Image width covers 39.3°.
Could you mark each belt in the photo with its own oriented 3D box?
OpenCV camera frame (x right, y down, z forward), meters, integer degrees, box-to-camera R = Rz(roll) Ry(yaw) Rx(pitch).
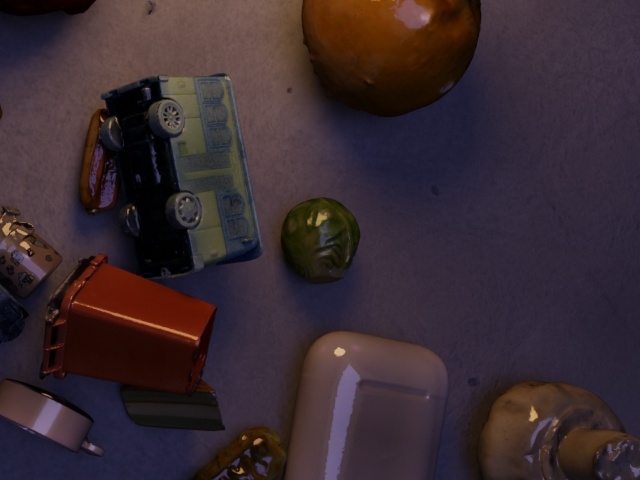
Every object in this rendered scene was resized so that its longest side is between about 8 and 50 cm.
[{"bbox_3d":[-0.521,0.075,1.321,0.082,0.141,0.190,-48,110,-18],"label":"belt"}]

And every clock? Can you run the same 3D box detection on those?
[{"bbox_3d":[-0.422,0.262,1.355,0.229,0.156,0.063,34,69,-19],"label":"clock"}]

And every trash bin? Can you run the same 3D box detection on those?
[{"bbox_3d":[-0.290,0.143,1.352,0.239,0.184,0.161,17,118,4],"label":"trash bin"}]

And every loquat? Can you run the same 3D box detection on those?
[{"bbox_3d":[0.123,-0.379,1.556,0.328,0.328,0.328,1,87,-26],"label":"loquat"}]

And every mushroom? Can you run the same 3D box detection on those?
[{"bbox_3d":[0.473,0.411,1.679,0.314,0.336,0.314,2,85,-17],"label":"mushroom"}]

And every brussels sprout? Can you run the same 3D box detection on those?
[{"bbox_3d":[0.000,-0.001,1.588,0.155,0.117,0.155,7,75,-27],"label":"brussels sprout"}]

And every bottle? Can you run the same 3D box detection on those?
[{"bbox_3d":[-0.480,0.009,1.372,0.152,0.099,0.099,45,71,-13],"label":"bottle"}]

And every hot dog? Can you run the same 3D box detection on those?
[{"bbox_3d":[-0.355,-0.133,1.455,0.072,0.055,0.188,19,76,-44],"label":"hot dog"}]

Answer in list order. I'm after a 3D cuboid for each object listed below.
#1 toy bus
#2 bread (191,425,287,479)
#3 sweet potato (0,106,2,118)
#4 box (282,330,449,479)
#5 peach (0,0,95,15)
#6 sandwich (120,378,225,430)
[{"bbox_3d":[-0.221,-0.104,1.438,0.190,0.152,0.312,-14,94,-52],"label":"toy bus"},{"bbox_3d":[-0.167,0.418,1.501,0.269,0.098,0.087,-40,116,-22],"label":"bread"},{"bbox_3d":[-0.555,-0.307,1.360,0.075,0.075,0.269,-22,104,-25],"label":"sweet potato"},{"bbox_3d":[0.083,0.346,1.600,0.289,0.141,0.349,13,83,-23],"label":"box"},{"bbox_3d":[-0.430,-0.510,1.309,0.290,0.372,0.372,6,84,7],"label":"peach"},{"bbox_3d":[-0.237,0.268,1.431,0.113,0.163,0.079,-21,110,-24],"label":"sandwich"}]
